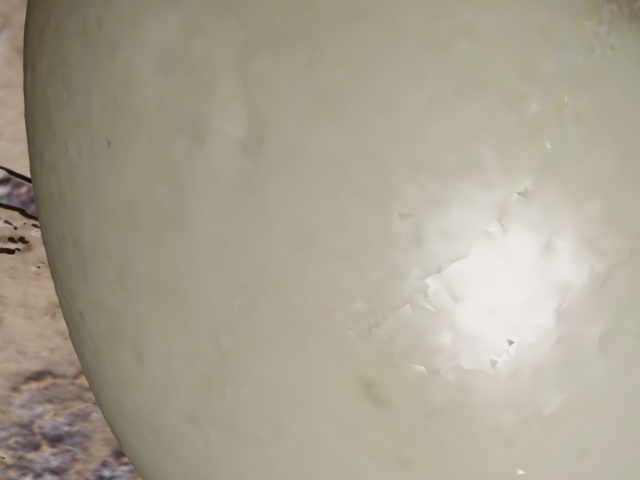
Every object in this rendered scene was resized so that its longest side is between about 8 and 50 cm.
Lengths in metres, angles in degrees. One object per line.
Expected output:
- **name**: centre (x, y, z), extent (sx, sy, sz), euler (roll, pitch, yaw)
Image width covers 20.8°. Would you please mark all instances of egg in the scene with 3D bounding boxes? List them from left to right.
- **egg**: centre (0.003, 0.002, 0.506), extent (0.174, 0.264, 0.286), euler (-48, 134, -13)
